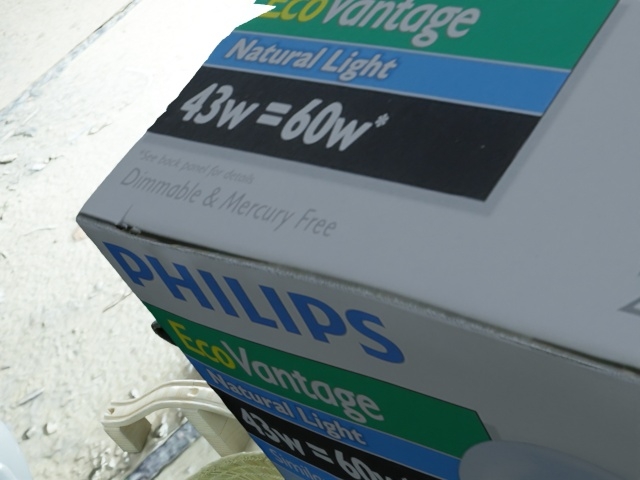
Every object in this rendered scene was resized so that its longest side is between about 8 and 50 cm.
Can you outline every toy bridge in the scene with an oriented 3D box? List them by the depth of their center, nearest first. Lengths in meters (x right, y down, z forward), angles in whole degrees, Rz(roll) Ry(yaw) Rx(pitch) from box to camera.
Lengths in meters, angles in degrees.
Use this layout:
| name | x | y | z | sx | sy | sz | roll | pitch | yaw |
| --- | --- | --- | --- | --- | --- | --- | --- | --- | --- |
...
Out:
| name | x | y | z | sx | sy | sz | roll | pitch | yaw |
| --- | --- | --- | --- | --- | --- | --- | --- | --- | --- |
| toy bridge | -0.068 | 0.117 | 0.989 | 0.188 | 0.063 | 0.026 | -1 | 49 | 34 |

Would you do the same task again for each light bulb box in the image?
| name | x | y | z | sx | sy | sz | roll | pitch | yaw |
| --- | --- | --- | --- | --- | --- | --- | --- | --- | --- |
| light bulb box | 0.152 | 0.056 | 0.665 | 0.358 | 0.361 | 0.225 | 14 | 59 | 43 |

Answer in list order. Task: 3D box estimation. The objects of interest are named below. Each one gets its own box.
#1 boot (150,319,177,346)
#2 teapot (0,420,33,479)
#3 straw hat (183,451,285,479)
| name | x | y | z | sx | sy | sz | roll | pitch | yaw |
| --- | --- | --- | --- | --- | --- | --- | --- | --- | --- |
| boot | 0.000 | 0.000 | 1.064 | 0.246 | 0.083 | 0.161 | -15 | 50 | 30 |
| teapot | -0.271 | 0.225 | 0.933 | 0.252 | 0.187 | 0.256 | -23 | 10 | -23 |
| straw hat | -0.033 | 0.200 | 0.882 | 0.144 | 0.061 | 0.144 | -9 | 60 | 17 |
